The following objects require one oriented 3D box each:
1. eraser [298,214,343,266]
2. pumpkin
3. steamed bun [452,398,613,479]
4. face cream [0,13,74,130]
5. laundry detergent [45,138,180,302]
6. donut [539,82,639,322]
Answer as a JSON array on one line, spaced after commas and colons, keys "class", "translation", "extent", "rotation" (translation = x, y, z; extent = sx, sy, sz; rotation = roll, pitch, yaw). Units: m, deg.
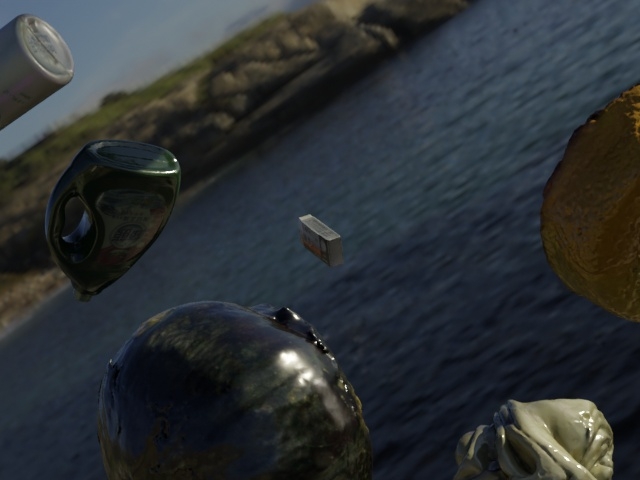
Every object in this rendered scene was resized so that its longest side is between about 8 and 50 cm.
[{"class": "eraser", "translation": [0.000, 0.000, 2.059], "extent": [0.029, 0.052, 0.122], "rotation": [-17, 26, -21]}, {"class": "pumpkin", "translation": [-0.129, 0.301, 1.776], "extent": [0.344, 0.454, 0.454], "rotation": [-19, -1, -31]}, {"class": "steamed bun", "translation": [0.340, 0.418, 2.124], "extent": [0.352, 0.247, 0.339], "rotation": [-54, -9, 15]}, {"class": "face cream", "translation": [-0.416, -0.138, 1.383], "extent": [0.311, 0.092, 0.092], "rotation": [-29, 9, 23]}, {"class": "laundry detergent", "translation": [-0.245, -0.014, 1.378], "extent": [0.137, 0.063, 0.211], "rotation": [5, -50, -35]}, {"class": "donut", "translation": [0.293, -0.018, 1.186], "extent": [0.152, 0.259, 0.101], "rotation": [-11, 34, -11]}]
